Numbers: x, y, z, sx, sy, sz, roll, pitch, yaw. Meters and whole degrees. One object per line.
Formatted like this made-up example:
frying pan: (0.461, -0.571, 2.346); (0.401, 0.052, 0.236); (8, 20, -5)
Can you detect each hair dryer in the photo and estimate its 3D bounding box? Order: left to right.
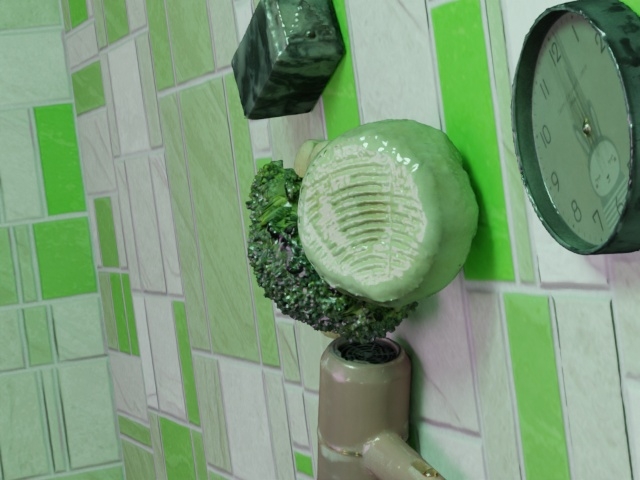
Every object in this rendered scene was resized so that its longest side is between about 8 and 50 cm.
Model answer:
hair dryer: (0.109, 0.248, 1.796); (0.344, 0.107, 0.189); (36, 130, 52)

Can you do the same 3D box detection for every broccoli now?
broccoli: (0.012, 0.013, 1.832); (0.226, 0.198, 0.176); (2, 64, 43)

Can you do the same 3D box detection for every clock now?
clock: (0.221, -0.093, 1.374); (0.215, 0.042, 0.214); (172, 90, -71)

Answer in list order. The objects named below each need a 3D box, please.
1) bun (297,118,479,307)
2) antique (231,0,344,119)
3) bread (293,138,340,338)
bun: (0.073, -0.027, 1.673); (0.195, 0.118, 0.195); (7, 102, 35)
antique: (-0.039, -0.223, 1.995); (0.183, 0.088, 0.086); (127, 132, -63)
bread: (0.000, 0.000, 2.050); (0.182, 0.039, 0.250); (-166, 68, -69)
